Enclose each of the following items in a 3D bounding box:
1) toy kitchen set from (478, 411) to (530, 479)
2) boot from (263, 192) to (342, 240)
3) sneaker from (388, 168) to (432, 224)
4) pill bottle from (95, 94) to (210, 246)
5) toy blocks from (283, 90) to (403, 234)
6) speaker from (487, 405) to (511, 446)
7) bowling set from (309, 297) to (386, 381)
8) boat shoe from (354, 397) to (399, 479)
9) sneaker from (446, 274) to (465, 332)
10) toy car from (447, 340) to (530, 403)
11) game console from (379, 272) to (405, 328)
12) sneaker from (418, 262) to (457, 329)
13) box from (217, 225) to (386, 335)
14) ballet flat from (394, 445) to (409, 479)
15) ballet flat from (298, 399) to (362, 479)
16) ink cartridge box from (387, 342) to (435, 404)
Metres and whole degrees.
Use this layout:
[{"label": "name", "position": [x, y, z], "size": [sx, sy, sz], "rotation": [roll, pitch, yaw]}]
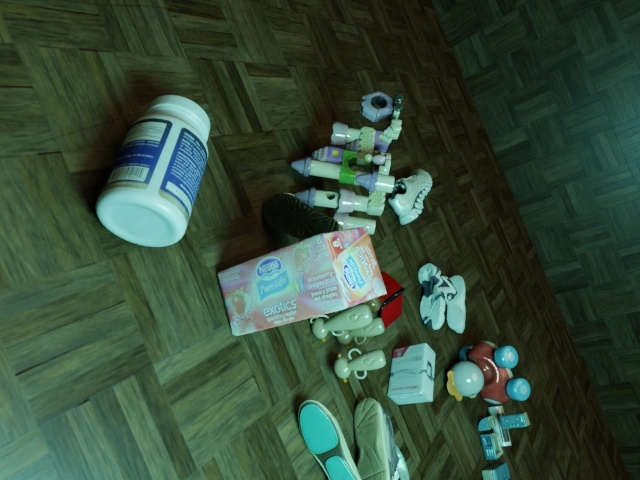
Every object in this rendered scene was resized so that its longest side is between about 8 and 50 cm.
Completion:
[{"label": "toy kitchen set", "position": [0.615, 0.686, 1.639], "size": [0.122, 0.166, 0.207], "rotation": [10, 64, -50]}, {"label": "boot", "position": [0.000, 0.000, 1.258], "size": [0.089, 0.236, 0.269], "rotation": [-56, 150, -6]}, {"label": "sneaker", "position": [0.319, -0.185, 1.781], "size": [0.118, 0.110, 0.292], "rotation": [45, 40, -15]}, {"label": "pill bottle", "position": [-0.293, -0.134, 0.915], "size": [0.153, 0.153, 0.265], "rotation": [37, 46, -35]}, {"label": "toy blocks", "position": [0.050, -0.208, 1.322], "size": [0.259, 0.309, 0.289], "rotation": [9, 65, -2]}, {"label": "speaker", "position": [0.639, 0.662, 1.779], "size": [0.055, 0.055, 0.136], "rotation": [18, 58, -47]}, {"label": "bowling set", "position": [0.070, 0.196, 1.249], "size": [0.200, 0.154, 0.287], "rotation": [15, 58, -69]}, {"label": "boat shoe", "position": [0.139, 0.521, 1.172], "size": [0.092, 0.102, 0.285], "rotation": [27, 46, -36]}, {"label": "sneaker", "position": [0.498, 0.236, 1.820], "size": [0.094, 0.080, 0.212], "rotation": [42, 48, -48]}, {"label": "toy car", "position": [0.510, 0.466, 1.642], "size": [0.237, 0.219, 0.210], "rotation": [-19, 88, -25]}, {"label": "game console", "position": [0.187, 0.178, 1.488], "size": [0.124, 0.085, 0.144], "rotation": [42, 31, 18]}, {"label": "sneaker", "position": [0.414, 0.205, 1.695], "size": [0.153, 0.094, 0.235], "rotation": [25, 42, -32]}, {"label": "box", "position": [-0.044, 0.085, 0.994], "size": [0.154, 0.299, 0.142], "rotation": [-10, 82, -52]}, {"label": "ballet flat", "position": [0.184, 0.598, 1.215], "size": [0.068, 0.072, 0.213], "rotation": [-15, 83, -46]}, {"label": "ballet flat", "position": [0.023, 0.451, 1.090], "size": [0.086, 0.086, 0.249], "rotation": [-27, 95, -54]}, {"label": "ink cartridge box", "position": [0.255, 0.374, 1.389], "size": [0.063, 0.109, 0.151], "rotation": [47, 41, -31]}]
